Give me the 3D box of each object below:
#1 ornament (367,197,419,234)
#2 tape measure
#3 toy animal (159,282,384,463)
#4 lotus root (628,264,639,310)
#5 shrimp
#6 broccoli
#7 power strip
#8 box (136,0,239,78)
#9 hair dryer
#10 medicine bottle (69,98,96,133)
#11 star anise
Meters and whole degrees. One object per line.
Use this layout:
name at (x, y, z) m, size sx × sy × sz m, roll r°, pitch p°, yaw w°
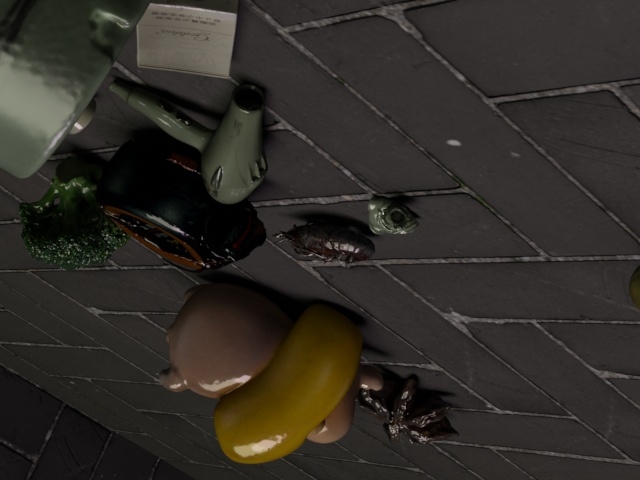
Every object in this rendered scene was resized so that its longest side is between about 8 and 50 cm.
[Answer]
ornament at (0.091, -0.029, 1.983) m, size 0.068 × 0.041 × 0.092 m, roll 24°, pitch 170°, yaw 14°
tape measure at (-0.194, -0.049, 2.115) m, size 0.223 × 0.135 × 0.202 m, roll 31°, pitch 169°, yaw -14°
toy animal at (-0.083, 0.233, 2.536) m, size 0.345 × 0.277 × 0.247 m, roll 13°, pitch 171°, yaw 20°
lotus root at (0.426, 0.050, 1.756) m, size 0.090 × 0.077 × 0.183 m, roll 22°, pitch 164°, yaw -18°
shrimp at (0.000, 0.000, 2.129) m, size 0.165 × 0.056 × 0.065 m, roll 9°, pitch 162°, yaw 41°
broccoli at (-0.348, -0.034, 2.275) m, size 0.195 × 0.195 × 0.156 m, roll 15°, pitch 124°, yaw 21°
power strip at (-0.261, -0.236, 1.428) m, size 0.161 × 0.357 × 0.357 m, roll 30°, pitch 159°, yaw -16°
box at (-0.148, -0.229, 1.692) m, size 0.109 × 0.029 × 0.198 m, roll 7°, pitch 166°, yaw -5°
hair dryer at (-0.140, -0.153, 1.906) m, size 0.225 × 0.088 × 0.219 m, roll 44°, pitch 149°, yaw -10°
medicine bottle at (-0.391, -0.222, 1.989) m, size 0.059 × 0.059 × 0.231 m, roll 1°, pitch 150°, yaw 47°
star anise at (0.141, 0.302, 2.689) m, size 0.209 × 0.089 × 0.231 m, roll 22°, pitch 150°, yaw 27°
